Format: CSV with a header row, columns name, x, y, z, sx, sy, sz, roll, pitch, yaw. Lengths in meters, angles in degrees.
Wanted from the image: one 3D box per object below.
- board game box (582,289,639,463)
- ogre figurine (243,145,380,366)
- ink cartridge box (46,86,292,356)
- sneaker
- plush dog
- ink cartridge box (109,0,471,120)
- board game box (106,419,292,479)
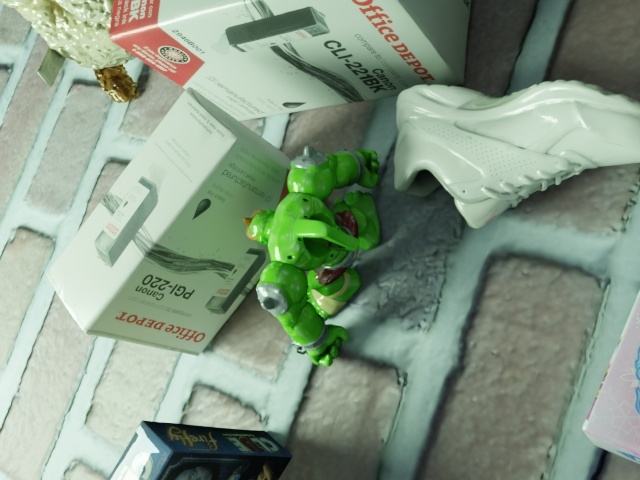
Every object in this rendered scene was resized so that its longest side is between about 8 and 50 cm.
name,x,y,z,sx,sy,sz,roll,pitch,yaw
board game box,0.363,0.034,0.393,0.318,0.066,0.319,19,77,34
ogre figurine,0.000,0.000,0.611,0.097,0.118,0.197,31,90,35
ink cartridge box,-0.121,-0.007,0.661,0.218,0.158,0.092,-50,57,8
sneaker,0.159,-0.062,0.567,0.232,0.090,0.115,8,85,42
plush dog,-0.210,-0.290,0.798,0.225,0.262,0.211,-19,98,35
ink cartridge box,-0.021,-0.213,0.647,0.273,0.197,0.114,-4,74,30
board game box,-0.141,0.267,0.579,0.042,0.165,0.243,32,92,34
